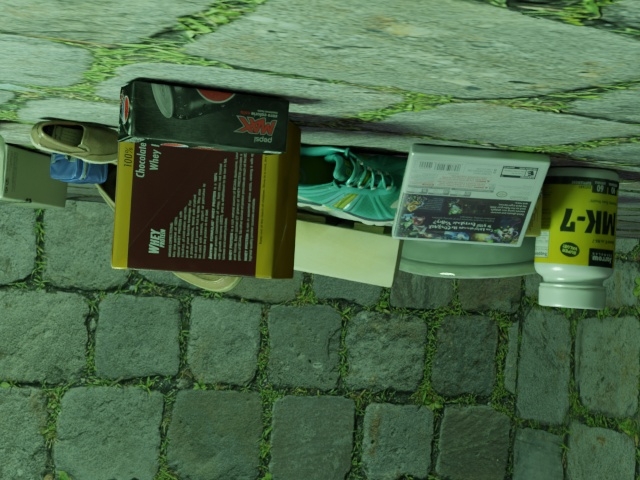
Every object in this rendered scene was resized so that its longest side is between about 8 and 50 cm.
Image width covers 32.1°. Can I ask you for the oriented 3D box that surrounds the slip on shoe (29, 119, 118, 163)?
[{"bbox_3d":[-0.317,-0.136,1.488,0.135,0.051,0.041,11,164,-26],"label":"slip on shoe"}]

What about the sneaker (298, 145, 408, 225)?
[{"bbox_3d":[0.044,-0.085,1.594,0.275,0.107,0.110,4,169,-7],"label":"sneaker"}]

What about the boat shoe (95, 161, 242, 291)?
[{"bbox_3d":[-0.274,-0.029,1.939,0.341,0.121,0.110,35,180,22],"label":"boat shoe"}]

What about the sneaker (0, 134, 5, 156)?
[{"bbox_3d":[-0.484,-0.135,1.566,0.152,0.058,0.084,8,175,27],"label":"sneaker"}]

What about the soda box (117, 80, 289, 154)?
[{"bbox_3d":[-0.119,-0.124,1.143,0.169,0.060,0.053,4,180,-25],"label":"soda box"}]

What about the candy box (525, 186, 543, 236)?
[{"bbox_3d":[0.270,-0.059,1.718,0.053,0.109,0.187,4,178,-22],"label":"candy box"}]

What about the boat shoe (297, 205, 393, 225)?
[{"bbox_3d":[0.022,-0.085,1.853,0.258,0.084,0.095,12,-175,25],"label":"boat shoe"}]

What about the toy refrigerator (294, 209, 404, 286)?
[{"bbox_3d":[0.000,0.000,1.858,0.270,0.094,0.102,11,-168,9],"label":"toy refrigerator"}]

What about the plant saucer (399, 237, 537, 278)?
[{"bbox_3d":[0.314,-0.024,2.139,0.401,0.100,0.400,-4,-168,1],"label":"plant saucer"}]

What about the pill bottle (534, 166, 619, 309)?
[{"bbox_3d":[0.386,-0.003,1.685,0.119,0.208,0.119,3,179,0],"label":"pill bottle"}]

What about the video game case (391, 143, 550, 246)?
[{"bbox_3d":[0.206,-0.060,1.550,0.190,0.022,0.173,4,137,-5],"label":"video game case"}]

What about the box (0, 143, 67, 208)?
[{"bbox_3d":[-0.548,-0.112,1.966,0.113,0.094,0.275,4,178,11],"label":"box"}]

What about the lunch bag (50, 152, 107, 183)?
[{"bbox_3d":[-0.370,-0.121,1.696,0.065,0.067,0.098,4,177,-38],"label":"lunch bag"}]

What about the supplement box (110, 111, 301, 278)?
[{"bbox_3d":[-0.134,-0.054,1.335,0.194,0.191,0.129,3,178,9],"label":"supplement box"}]
